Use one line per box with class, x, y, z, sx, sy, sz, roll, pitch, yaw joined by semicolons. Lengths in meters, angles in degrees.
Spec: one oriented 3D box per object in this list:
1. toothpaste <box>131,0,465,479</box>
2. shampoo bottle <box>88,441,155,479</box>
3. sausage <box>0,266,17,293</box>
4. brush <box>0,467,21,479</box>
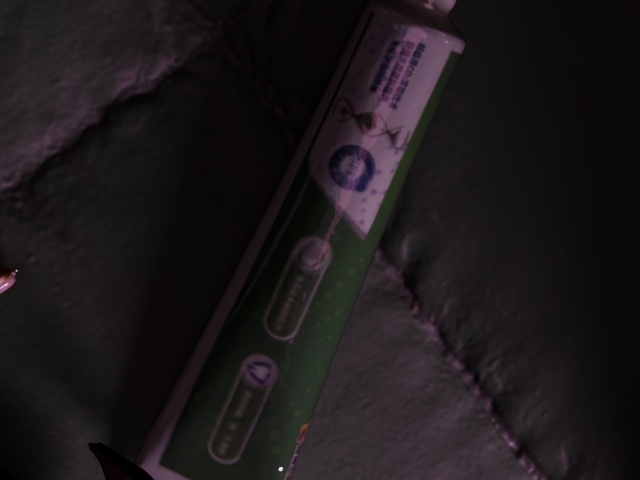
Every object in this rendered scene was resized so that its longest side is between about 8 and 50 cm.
toothpaste;0.000;0.000;1.134;0.099;0.061;0.392;25;101;1
shampoo bottle;-0.179;0.235;1.150;0.068;0.067;0.236;35;94;-13
sausage;-0.227;0.045;1.145;0.100;0.015;0.015;-33;99;0
brush;-0.298;0.079;1.094;0.323;0.070;0.051;37;90;-11
